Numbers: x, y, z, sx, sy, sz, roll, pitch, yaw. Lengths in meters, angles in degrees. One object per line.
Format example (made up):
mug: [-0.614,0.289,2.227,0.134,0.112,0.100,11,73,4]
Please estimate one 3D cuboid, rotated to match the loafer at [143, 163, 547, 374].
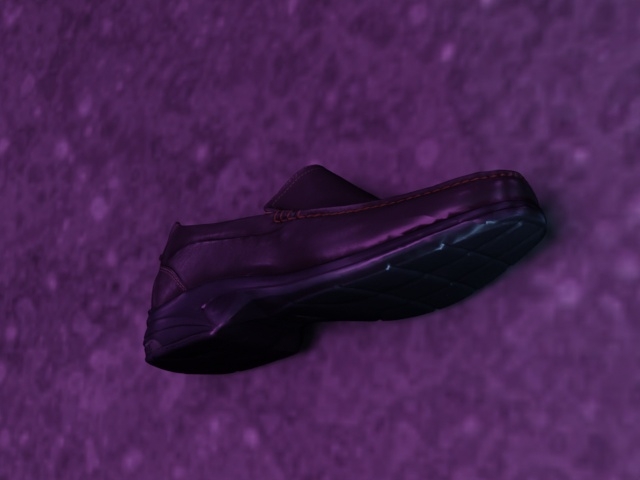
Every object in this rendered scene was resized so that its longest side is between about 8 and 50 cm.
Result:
loafer: [0.000,0.000,0.454,0.170,0.062,0.061,-18,66,32]
